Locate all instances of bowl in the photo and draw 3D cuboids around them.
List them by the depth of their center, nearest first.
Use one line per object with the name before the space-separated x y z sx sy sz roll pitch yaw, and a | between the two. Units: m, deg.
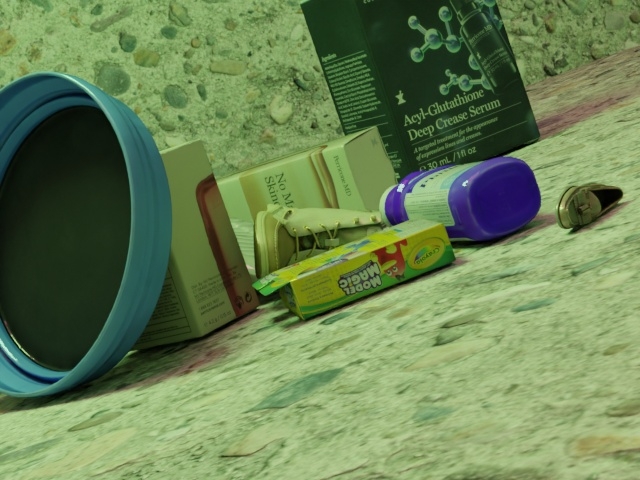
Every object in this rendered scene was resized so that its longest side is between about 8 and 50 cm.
bowl | -0.328 -0.006 1.617 0.391 0.391 0.077 -14 -14 39

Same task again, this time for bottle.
bottle | 0.164 -0.048 1.703 0.118 0.092 0.283 -23 8 -21

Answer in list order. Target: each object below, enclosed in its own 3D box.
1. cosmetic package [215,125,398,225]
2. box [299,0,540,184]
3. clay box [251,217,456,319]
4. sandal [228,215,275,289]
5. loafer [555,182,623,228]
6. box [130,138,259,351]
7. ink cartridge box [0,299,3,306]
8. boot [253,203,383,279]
cosmetic package | -0.033 -0.065 2.148 0.296 0.153 0.129 -17 9 32
box | 0.186 -0.318 2.494 0.294 0.395 0.212 -23 7 -24
clay box | 0.035 0.036 1.570 0.222 0.053 0.127 -22 7 -8
sandal | -0.144 0.030 1.916 0.169 0.102 0.416 -2 14 -31
loafer | 0.304 -0.044 1.507 0.039 0.045 0.125 -7 10 34
box | -0.200 0.007 1.689 0.149 0.232 0.127 -14 8 39
ink cartridge box | -0.451 0.133 1.868 0.353 0.119 0.207 -17 7 20
boot | 0.000 0.000 1.717 0.165 0.077 0.213 3 14 4
